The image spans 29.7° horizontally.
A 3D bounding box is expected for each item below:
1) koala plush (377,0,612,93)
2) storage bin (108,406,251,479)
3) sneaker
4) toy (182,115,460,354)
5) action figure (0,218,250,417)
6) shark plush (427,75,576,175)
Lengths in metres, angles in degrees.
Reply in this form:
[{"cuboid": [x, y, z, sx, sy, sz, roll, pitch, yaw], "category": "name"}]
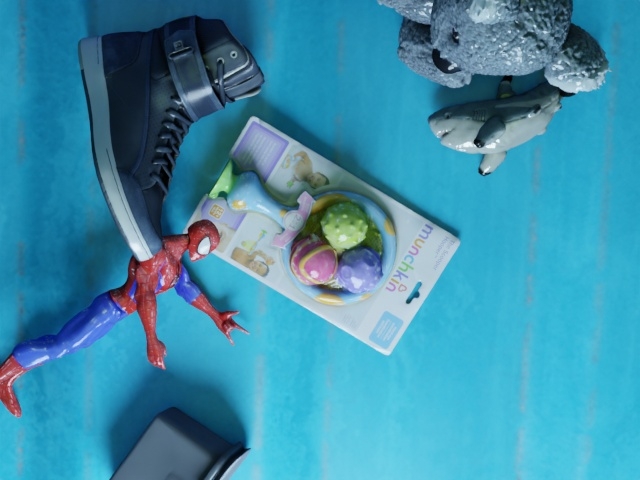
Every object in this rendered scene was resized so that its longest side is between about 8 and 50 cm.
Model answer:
[{"cuboid": [0.137, -0.215, 1.010, 0.203, 0.221, 0.196, -45, 128, 12], "category": "koala plush"}, {"cuboid": [-0.148, 0.233, 1.173, 0.091, 0.098, 0.135, 36, 96, 8], "category": "storage bin"}, {"cuboid": [-0.125, -0.102, 1.107, 0.164, 0.086, 0.226, -12, 73, 1], "category": "sneaker"}, {"cuboid": [0.000, 0.000, 1.155, 0.237, 0.056, 0.137, 31, 99, -2], "category": "toy"}, {"cuboid": [-0.185, 0.099, 1.156, 0.280, 0.091, 0.139, -42, 87, 7], "category": "action figure"}, {"cuboid": [0.184, -0.132, 1.139, 0.161, 0.073, 0.067, -35, 65, 10], "category": "shark plush"}]
